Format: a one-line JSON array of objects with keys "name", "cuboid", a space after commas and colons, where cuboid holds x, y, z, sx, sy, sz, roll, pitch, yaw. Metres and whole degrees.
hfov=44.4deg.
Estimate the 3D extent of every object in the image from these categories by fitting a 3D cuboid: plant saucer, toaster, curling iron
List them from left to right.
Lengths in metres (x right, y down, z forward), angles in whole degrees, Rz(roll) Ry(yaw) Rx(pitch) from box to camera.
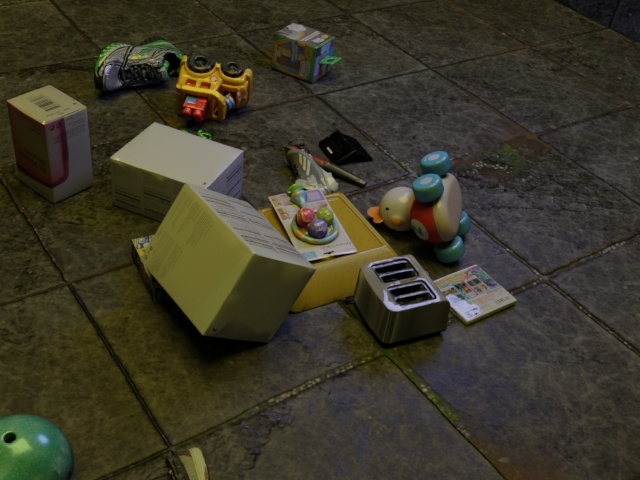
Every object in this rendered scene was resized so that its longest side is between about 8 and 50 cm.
[{"name": "plant saucer", "cuboid": [0.000, 0.000, 1.865, 0.332, 0.081, 0.333, -14, 43, -26]}, {"name": "curling iron", "cuboid": [0.015, -0.219, 2.179, 0.274, 0.035, 0.068, 30, 43, 26]}, {"name": "toaster", "cuboid": [0.168, 0.129, 1.707, 0.185, 0.110, 0.168, -10, 41, -22]}]

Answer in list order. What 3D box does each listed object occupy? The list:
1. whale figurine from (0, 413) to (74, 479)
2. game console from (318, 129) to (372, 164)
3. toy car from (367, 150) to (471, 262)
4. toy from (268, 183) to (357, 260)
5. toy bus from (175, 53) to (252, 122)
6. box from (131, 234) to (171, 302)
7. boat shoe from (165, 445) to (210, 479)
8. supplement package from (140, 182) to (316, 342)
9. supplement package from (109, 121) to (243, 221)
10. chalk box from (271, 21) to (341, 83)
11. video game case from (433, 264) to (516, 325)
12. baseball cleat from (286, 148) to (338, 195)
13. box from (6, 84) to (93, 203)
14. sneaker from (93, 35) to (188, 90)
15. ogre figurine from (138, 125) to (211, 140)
[{"name": "whale figurine", "cuboid": [-0.507, 0.389, 1.228, 0.216, 0.141, 0.272, 17, 39, 11]}, {"name": "game console", "cuboid": [0.071, -0.257, 2.258, 0.107, 0.071, 0.122, -33, 46, -2]}, {"name": "toy car", "cuboid": [0.224, -0.070, 1.943, 0.237, 0.219, 0.210, -10, 32, 26]}, {"name": "toy", "cuboid": [-0.019, -0.055, 1.821, 0.136, 0.056, 0.237, -11, 42, -20]}, {"name": "toy bus", "cuboid": [-0.322, -0.422, 2.303, 0.220, 0.149, 0.212, 10, 51, -2]}, {"name": "box", "cuboid": [-0.369, 0.061, 1.739, 0.059, 0.054, 0.169, -13, 43, -24]}, {"name": "boat shoe", "cuboid": [-0.210, 0.435, 1.282, 0.073, 0.080, 0.224, -10, 36, -13]}, {"name": "supplement package", "cuboid": [-0.192, 0.049, 1.617, 0.198, 0.199, 0.262, 17, 21, -51]}, {"name": "supplement package", "cuboid": [-0.352, -0.156, 1.945, 0.261, 0.145, 0.204, 20, 40, 13]}, {"name": "chalk box", "cuboid": [-0.037, -0.615, 2.596, 0.213, 0.132, 0.132, 25, 40, 19]}, {"name": "video game case", "cuboid": [0.351, 0.124, 1.821, 0.157, 0.019, 0.143, -19, 45, -29]}, {"name": "baseball cleat", "cuboid": [-0.046, -0.177, 2.088, 0.109, 0.072, 0.206, -29, 47, -29]}, {"name": "box", "cuboid": [-0.658, -0.235, 1.916, 0.148, 0.232, 0.126, 30, 43, 26]}, {"name": "sneaker", "cuboid": [-0.549, -0.537, 2.400, 0.146, 0.134, 0.343, 30, 42, 24]}, {"name": "ogre figurine", "cuboid": [-0.407, -0.266, 2.116, 0.197, 0.097, 0.118, 21, 27, -1]}]
